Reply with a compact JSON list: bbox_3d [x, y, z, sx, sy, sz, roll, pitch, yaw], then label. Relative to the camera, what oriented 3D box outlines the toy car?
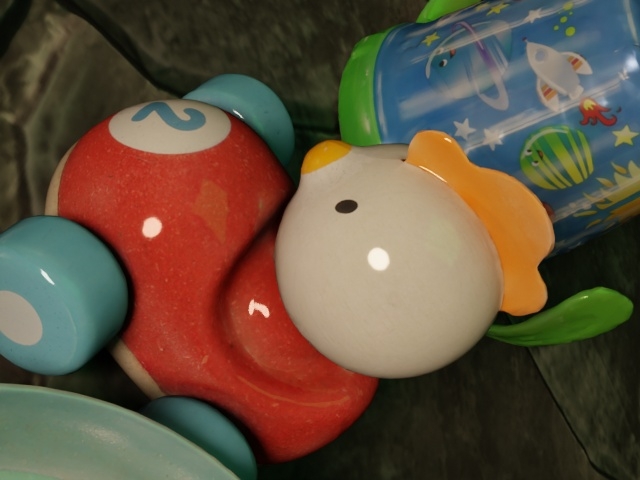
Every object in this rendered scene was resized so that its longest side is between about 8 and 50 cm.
[{"bbox_3d":[0.000,0.000,0.531,0.210,0.238,0.219,57,37,-13],"label":"toy car"}]

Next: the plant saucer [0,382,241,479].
[{"bbox_3d":[-0.116,0.209,0.390,0.318,0.044,0.317,17,57,-28],"label":"plant saucer"}]

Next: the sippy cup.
[{"bbox_3d":[0.171,-0.092,0.802,0.240,0.224,0.305,-24,91,-53],"label":"sippy cup"}]
